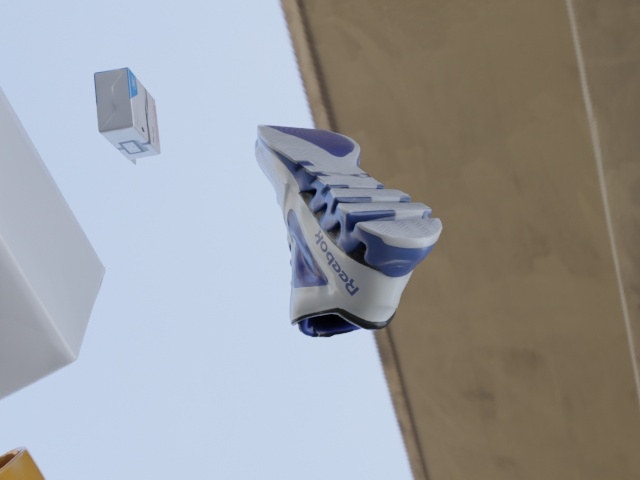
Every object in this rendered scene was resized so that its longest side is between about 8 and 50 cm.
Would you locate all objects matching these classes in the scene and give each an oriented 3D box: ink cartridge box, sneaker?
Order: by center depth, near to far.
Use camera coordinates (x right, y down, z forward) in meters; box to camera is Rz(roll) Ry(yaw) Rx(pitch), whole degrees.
[{"bbox_3d":[-0.144,-0.093,0.756,0.028,0.083,0.048,-9,-104,6],"label":"ink cartridge box"},{"bbox_3d":[0.001,0.001,1.080,0.315,0.127,0.182,49,-50,52],"label":"sneaker"}]

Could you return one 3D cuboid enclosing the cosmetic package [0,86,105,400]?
[{"bbox_3d":[-0.274,-0.076,0.454,0.197,0.155,0.365,-25,-72,1],"label":"cosmetic package"}]

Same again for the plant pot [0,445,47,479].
[{"bbox_3d":[-0.369,0.366,1.102,0.205,0.205,0.188,-29,-85,36],"label":"plant pot"}]
